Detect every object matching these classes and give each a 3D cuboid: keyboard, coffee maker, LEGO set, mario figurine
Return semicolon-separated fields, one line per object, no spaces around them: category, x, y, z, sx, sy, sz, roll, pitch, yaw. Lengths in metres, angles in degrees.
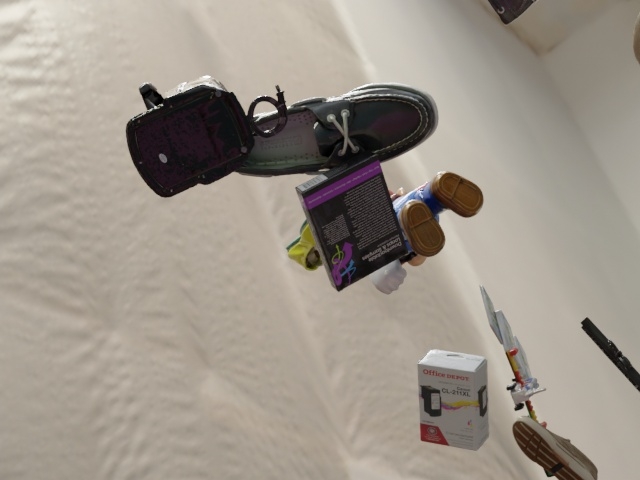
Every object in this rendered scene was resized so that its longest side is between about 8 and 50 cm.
keyboard;0.520;0.210;2.165;0.180;0.023;0.108;50;180;22
coffee maker;-0.125;-0.121;1.390;0.178;0.171;0.120;-109;18;-78
LEGO set;0.287;0.193;1.682;0.244;0.060;0.182;-97;-20;-44
mario figurine;0.149;-0.010;1.873;0.320;0.198;0.170;164;99;-74

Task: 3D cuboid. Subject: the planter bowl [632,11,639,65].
planter bowl;0.573;-0.314;1.881;0.162;0.162;0.109;28;-172;-44

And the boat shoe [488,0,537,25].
boat shoe;0.154;-0.337;1.426;0.228;0.076;0.080;42;-168;0

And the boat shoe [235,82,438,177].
boat shoe;0.007;-0.138;1.662;0.091;0.302;0.114;-40;-65;-67

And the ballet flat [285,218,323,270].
ballet flat;0.000;0.000;2.135;0.077;0.077;0.231;51;158;5

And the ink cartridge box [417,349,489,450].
ink cartridge box;0.265;0.318;2.474;0.072;0.127;0.175;-32;-58;-55

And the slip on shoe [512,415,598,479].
slip on shoe;0.301;0.267;1.574;0.135;0.051;0.041;41;-131;-1

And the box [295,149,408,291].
box;0.044;-0.025;1.652;0.029;0.116;0.162;38;152;58
